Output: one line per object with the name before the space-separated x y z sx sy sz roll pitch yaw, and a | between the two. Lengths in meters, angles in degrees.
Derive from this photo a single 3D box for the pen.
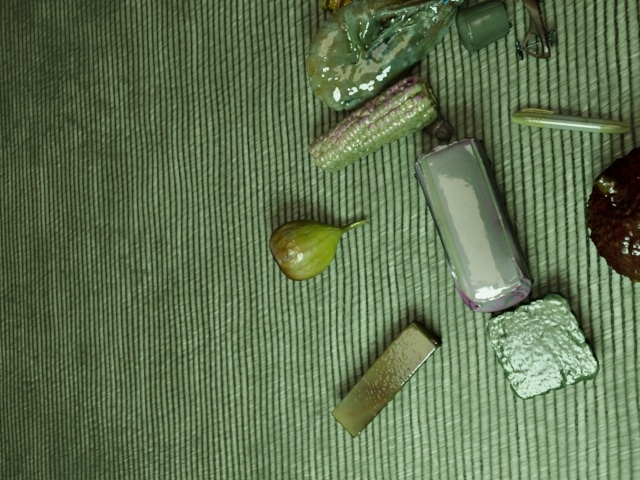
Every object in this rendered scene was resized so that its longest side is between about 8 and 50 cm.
pen | 0.529 -0.254 1.149 0.233 0.032 0.040 11 71 22

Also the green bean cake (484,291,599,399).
green bean cake | 0.463 0.217 1.139 0.183 0.094 0.185 -28 84 23

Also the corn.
corn | 0.117 -0.269 1.281 0.335 0.126 0.127 -25 80 23

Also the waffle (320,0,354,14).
waffle | 0.111 -0.659 1.315 0.283 0.065 0.310 -26 84 24

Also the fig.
fig | 0.000 0.000 1.339 0.257 0.159 0.159 -23 81 5

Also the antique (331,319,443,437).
antique | 0.159 0.323 1.277 0.087 0.093 0.310 42 106 18

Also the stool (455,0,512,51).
stool | 0.359 -0.476 1.189 0.110 0.096 0.096 -19 83 16

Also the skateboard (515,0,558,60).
skateboard | 0.457 -0.461 1.167 0.080 0.067 0.152 -15 88 32

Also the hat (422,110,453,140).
hat | 0.278 -0.262 1.259 0.058 0.042 0.087 -54 37 12

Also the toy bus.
toy bus | 0.325 -0.028 1.168 0.171 0.162 0.387 -22 82 21

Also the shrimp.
shrimp | 0.156 -0.482 1.248 0.445 0.110 0.221 -37 107 15

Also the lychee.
lychee | 0.628 -0.042 0.978 0.304 0.276 0.276 24 101 -4
